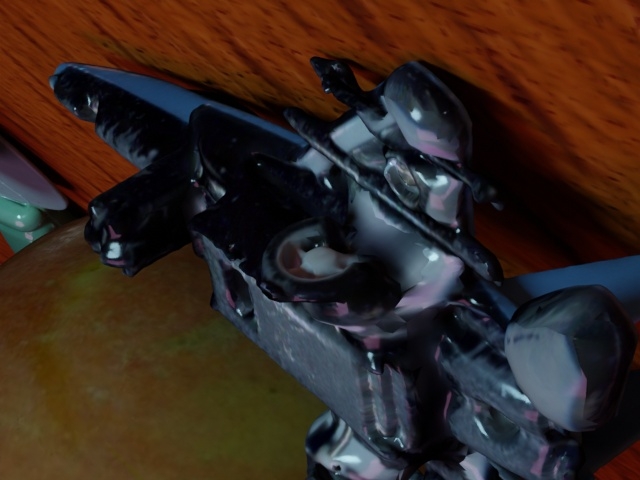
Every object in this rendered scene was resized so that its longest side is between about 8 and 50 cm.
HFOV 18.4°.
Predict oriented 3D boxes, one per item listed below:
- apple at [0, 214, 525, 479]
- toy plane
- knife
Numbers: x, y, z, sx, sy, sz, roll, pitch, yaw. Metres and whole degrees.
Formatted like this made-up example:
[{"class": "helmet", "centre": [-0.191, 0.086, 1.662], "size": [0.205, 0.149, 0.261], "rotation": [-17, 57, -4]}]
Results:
[{"class": "apple", "centre": [-0.025, 0.108, 0.673], "size": [0.253, 0.253, 0.253], "rotation": [28, 171, 5]}, {"class": "toy plane", "centre": [-0.006, 0.004, 0.521], "size": [0.246, 0.078, 0.169], "rotation": [27, 144, 35]}, {"class": "knife", "centre": [-0.149, -0.025, 0.961], "size": [0.063, 0.034, 0.260], "rotation": [24, 166, 20]}]
